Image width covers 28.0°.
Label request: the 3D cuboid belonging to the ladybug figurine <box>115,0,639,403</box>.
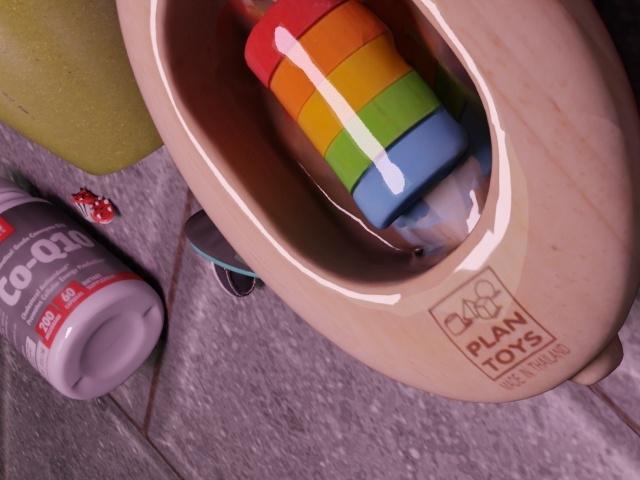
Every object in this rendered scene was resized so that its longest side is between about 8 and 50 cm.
[{"bbox_3d":[0.049,-0.099,0.827,0.305,0.162,0.449,-40,81,38],"label":"ladybug figurine"}]

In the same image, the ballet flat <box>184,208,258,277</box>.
[{"bbox_3d":[0.000,0.000,1.108,0.280,0.095,0.096,24,127,28],"label":"ballet flat"}]

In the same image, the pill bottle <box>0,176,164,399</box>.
[{"bbox_3d":[-0.334,0.048,1.538,0.283,0.161,0.161,36,144,30],"label":"pill bottle"}]

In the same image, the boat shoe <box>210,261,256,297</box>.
[{"bbox_3d":[-0.081,0.004,1.259,0.038,0.046,0.125,26,130,47],"label":"boat shoe"}]

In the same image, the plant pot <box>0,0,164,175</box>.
[{"bbox_3d":[-0.237,-0.207,1.106,0.274,0.275,0.293,8,140,52],"label":"plant pot"}]

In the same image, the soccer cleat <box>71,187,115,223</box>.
[{"bbox_3d":[-0.261,-0.034,1.492,0.083,0.029,0.036,28,148,44],"label":"soccer cleat"}]
